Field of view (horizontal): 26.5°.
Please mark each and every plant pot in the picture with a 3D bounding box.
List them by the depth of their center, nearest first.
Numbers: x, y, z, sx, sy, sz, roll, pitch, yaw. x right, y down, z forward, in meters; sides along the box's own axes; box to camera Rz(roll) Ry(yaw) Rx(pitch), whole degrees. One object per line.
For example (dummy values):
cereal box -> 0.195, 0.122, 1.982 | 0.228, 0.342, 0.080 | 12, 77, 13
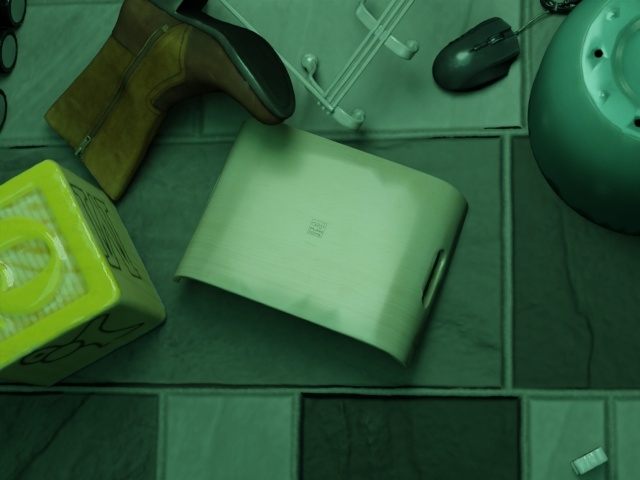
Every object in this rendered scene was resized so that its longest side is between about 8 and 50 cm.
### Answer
plant pot -> 0.375, -0.167, 1.510 | 0.293, 0.235, 0.293 | -2, 80, 10

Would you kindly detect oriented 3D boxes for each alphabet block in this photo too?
alphabet block -> -0.322, 0.045, 1.607 | 0.192, 0.197, 0.193 | -30, 77, 3

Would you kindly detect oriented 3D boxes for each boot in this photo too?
boot -> -0.188, -0.154, 1.625 | 0.264, 0.096, 0.280 | 44, 115, 11

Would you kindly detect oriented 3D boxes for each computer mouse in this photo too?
computer mouse -> 0.242, -0.258, 1.646 | 0.242, 0.041, 0.071 | -33, 76, 2

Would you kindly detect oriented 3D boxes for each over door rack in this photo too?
over door rack -> -0.001, -0.324, 1.620 | 0.324, 0.108, 0.239 | 42, 113, 11

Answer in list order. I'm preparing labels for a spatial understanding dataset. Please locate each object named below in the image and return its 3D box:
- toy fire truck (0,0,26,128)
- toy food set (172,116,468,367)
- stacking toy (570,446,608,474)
toy fire truck -> -0.451, -0.254, 1.653 | 0.158, 0.246, 0.217 | 8, 82, 11
toy food set -> 0.000, 0.000, 1.628 | 0.306, 0.092, 0.219 | 20, 73, 11
stacking toy -> 0.410, 0.277, 1.525 | 0.221, 0.052, 0.167 | -28, 79, 2
